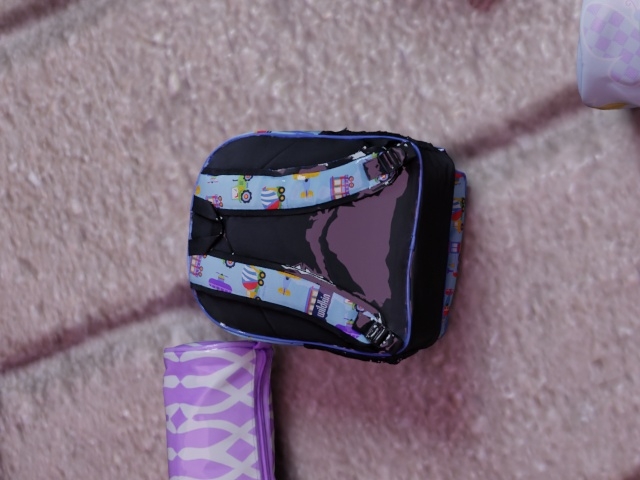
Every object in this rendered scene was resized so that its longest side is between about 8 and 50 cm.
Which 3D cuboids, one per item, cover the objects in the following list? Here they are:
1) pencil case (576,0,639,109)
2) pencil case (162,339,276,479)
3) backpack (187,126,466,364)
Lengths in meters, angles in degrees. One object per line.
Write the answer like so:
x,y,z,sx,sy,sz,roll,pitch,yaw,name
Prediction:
0.290,-0.115,0.887,0.273,0.113,0.124,10,135,25,pencil case
-0.066,0.170,1.072,0.088,0.086,0.206,-9,87,38,pencil case
0.000,0.000,1.024,0.173,0.117,0.158,5,93,24,backpack
